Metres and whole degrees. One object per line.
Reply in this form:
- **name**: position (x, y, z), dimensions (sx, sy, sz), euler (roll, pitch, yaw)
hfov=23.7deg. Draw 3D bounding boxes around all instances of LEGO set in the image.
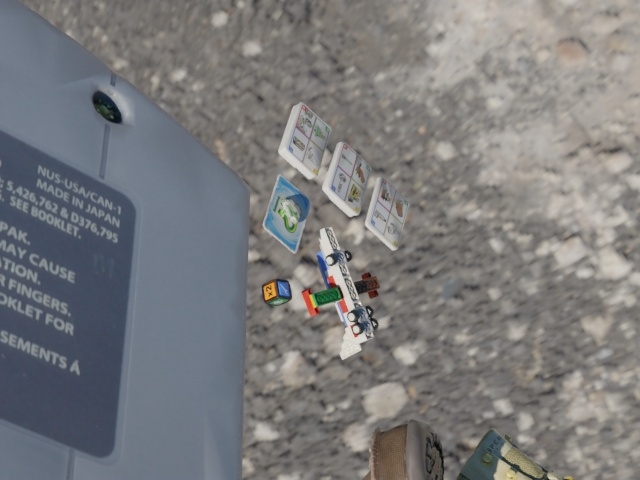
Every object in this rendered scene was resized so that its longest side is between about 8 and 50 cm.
- **LEGO set**: position (0.000, 0.000, 1.590), dimensions (0.182, 0.060, 0.244), euler (41, 43, -27)

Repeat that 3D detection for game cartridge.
- **game cartridge**: position (-0.148, -0.014, 0.424), dimensions (0.297, 0.062, 0.198), euler (28, 38, -30)

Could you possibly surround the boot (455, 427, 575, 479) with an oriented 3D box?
- **boot**: position (0.246, 0.247, 1.490), dimensions (0.203, 0.262, 0.095), euler (43, 25, 17)

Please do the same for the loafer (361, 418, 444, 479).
- **loafer**: position (0.037, 0.316, 1.430), dimensions (0.130, 0.366, 0.134), euler (9, 35, 2)
